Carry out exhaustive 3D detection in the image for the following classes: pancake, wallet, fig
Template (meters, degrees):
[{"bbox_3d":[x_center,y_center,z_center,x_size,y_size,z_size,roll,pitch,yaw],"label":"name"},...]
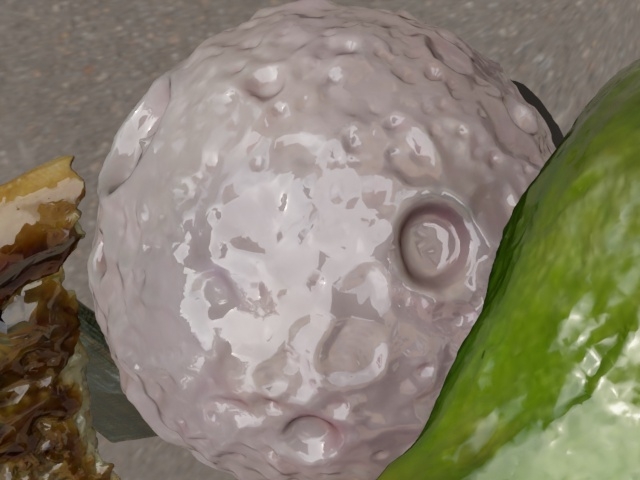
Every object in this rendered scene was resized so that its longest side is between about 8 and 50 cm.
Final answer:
[{"bbox_3d":[-0.184,0.101,0.677,0.056,0.212,0.257,35,137,47],"label":"pancake"},{"bbox_3d":[-0.255,0.106,1.541,0.169,0.044,0.317,-14,138,39],"label":"wallet"},{"bbox_3d":[0.104,0.053,0.432,0.235,0.203,0.203,-31,93,-8],"label":"fig"}]

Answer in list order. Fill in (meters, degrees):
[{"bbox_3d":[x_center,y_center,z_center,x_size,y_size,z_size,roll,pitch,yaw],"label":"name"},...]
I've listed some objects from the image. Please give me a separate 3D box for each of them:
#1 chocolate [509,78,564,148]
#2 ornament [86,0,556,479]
[{"bbox_3d":[0.113,-0.058,1.737,0.210,0.340,0.225,-18,78,38],"label":"chocolate"},{"bbox_3d":[0.000,0.000,0.803,0.225,0.259,0.259,29,107,-23],"label":"ornament"}]
